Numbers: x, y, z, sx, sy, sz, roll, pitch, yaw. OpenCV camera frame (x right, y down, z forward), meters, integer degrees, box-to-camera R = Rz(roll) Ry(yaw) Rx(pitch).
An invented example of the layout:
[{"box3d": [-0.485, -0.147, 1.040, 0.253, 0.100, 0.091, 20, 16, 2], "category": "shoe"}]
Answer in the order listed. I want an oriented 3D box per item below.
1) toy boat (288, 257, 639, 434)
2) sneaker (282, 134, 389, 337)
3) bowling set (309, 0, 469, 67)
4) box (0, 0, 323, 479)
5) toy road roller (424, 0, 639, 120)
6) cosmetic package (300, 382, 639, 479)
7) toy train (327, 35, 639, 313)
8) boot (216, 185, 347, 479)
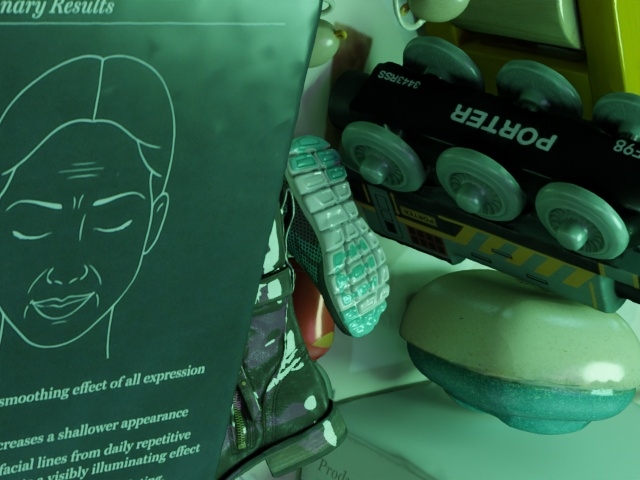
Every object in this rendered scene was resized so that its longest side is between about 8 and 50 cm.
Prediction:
[{"box3d": [0.104, 0.102, 1.378, 0.318, 0.267, 0.148, 6, 96, -13], "category": "toy boat"}, {"box3d": [0.000, 0.000, 1.292, 0.065, 0.076, 0.166, -18, 89, -38], "category": "sneaker"}, {"box3d": [0.065, -0.269, 1.213, 0.154, 0.287, 0.199, 47, 39, -49], "category": "bowling set"}, {"box3d": [-0.203, -0.023, 0.973, 0.294, 0.212, 0.395, -5, 120, -38], "category": "box"}, {"box3d": [0.243, -0.174, 1.394, 0.240, 0.203, 0.329, -43, 132, -30], "category": "toy road roller"}, {"box3d": [0.187, 0.363, 1.454, 0.327, 0.329, 0.393, -7, 111, -41], "category": "cosmetic package"}, {"box3d": [0.160, -0.045, 1.287, 0.142, 0.334, 0.190, -56, 148, -23], "category": "toy train"}, {"box3d": [-0.114, 0.092, 1.246, 0.263, 0.091, 0.229, -24, 107, -13], "category": "boot"}]
